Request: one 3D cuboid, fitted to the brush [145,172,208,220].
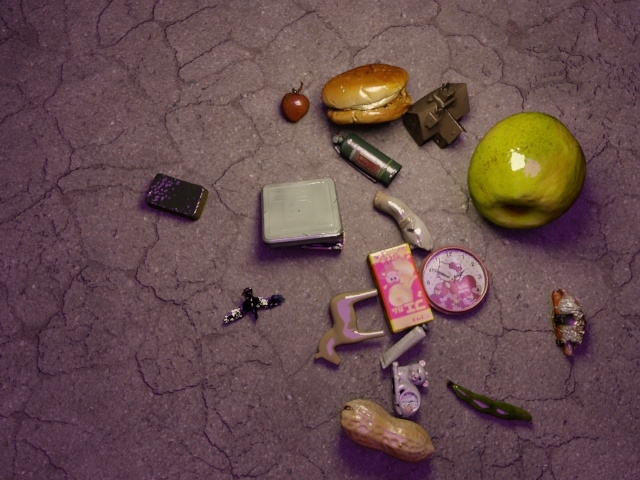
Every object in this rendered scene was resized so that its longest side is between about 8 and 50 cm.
[{"bbox_3d":[-0.508,-0.156,1.696,0.197,0.059,0.123,17,77,3],"label":"brush"}]

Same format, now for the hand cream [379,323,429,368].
[{"bbox_3d":[0.273,0.344,1.568,0.194,0.067,0.042,-43,113,12],"label":"hand cream"}]

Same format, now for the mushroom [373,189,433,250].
[{"bbox_3d":[0.291,-0.069,1.675,0.278,0.096,0.099,51,37,11],"label":"mushroom"}]

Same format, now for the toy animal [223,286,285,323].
[{"bbox_3d":[-0.232,0.214,1.628,0.220,0.062,0.107,-23,97,-6],"label":"toy animal"}]

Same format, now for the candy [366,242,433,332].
[{"bbox_3d":[0.264,0.161,1.623,0.146,0.088,0.275,-18,78,-5],"label":"candy"}]

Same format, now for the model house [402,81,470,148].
[{"bbox_3d":[0.429,-0.449,1.675,0.211,0.243,0.204,-34,80,-8],"label":"model house"}]

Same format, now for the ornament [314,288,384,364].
[{"bbox_3d":[0.088,0.291,1.606,0.245,0.061,0.230,-11,81,1],"label":"ornament"}]

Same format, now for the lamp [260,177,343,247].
[{"bbox_3d":[-0.068,-0.100,1.646,0.267,0.047,0.268,-7,52,-1],"label":"lamp"}]

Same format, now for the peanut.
[{"bbox_3d":[0.207,0.600,1.500,0.314,0.149,0.149,20,78,2],"label":"peanut"}]

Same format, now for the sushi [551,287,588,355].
[{"bbox_3d":[0.833,0.272,1.598,0.097,0.103,0.225,-3,86,0],"label":"sushi"}]

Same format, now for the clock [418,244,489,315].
[{"bbox_3d":[0.456,0.136,1.646,0.245,0.056,0.244,0,79,2],"label":"clock"}]

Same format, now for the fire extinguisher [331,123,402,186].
[{"bbox_3d":[0.146,-0.310,1.721,0.294,0.118,0.093,35,45,7],"label":"fire extinguisher"}]

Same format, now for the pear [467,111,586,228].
[{"bbox_3d":[0.672,-0.240,1.577,0.392,0.391,0.390,0,78,-1],"label":"pear"}]

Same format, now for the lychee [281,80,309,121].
[{"bbox_3d":[-0.085,-0.501,1.747,0.101,0.114,0.140,27,104,-29],"label":"lychee"}]

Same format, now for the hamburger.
[{"bbox_3d":[0.155,-0.514,1.678,0.315,0.170,0.290,6,34,28],"label":"hamburger"}]

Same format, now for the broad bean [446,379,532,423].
[{"bbox_3d":[0.546,0.537,1.568,0.298,0.043,0.060,21,69,5],"label":"broad bean"}]

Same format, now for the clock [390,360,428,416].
[{"bbox_3d":[0.293,0.480,1.558,0.118,0.080,0.176,-1,76,-1],"label":"clock"}]

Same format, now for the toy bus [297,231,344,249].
[{"bbox_3d":[0.000,0.000,1.661,0.162,0.074,0.069,2,80,-1],"label":"toy bus"}]
